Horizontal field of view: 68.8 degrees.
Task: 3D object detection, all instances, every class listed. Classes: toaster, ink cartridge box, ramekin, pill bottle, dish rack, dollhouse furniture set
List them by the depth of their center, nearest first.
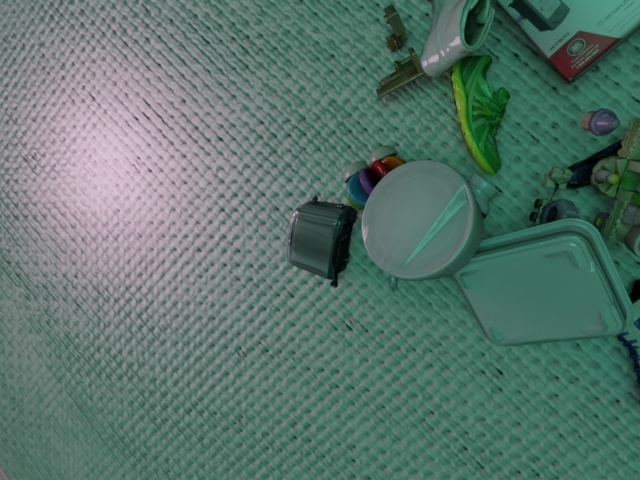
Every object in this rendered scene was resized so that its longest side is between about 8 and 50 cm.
[{"bbox_3d":[0.541,-0.534,1.009,0.306,0.131,0.226,52,125,7],"label":"ink cartridge box"},{"bbox_3d":[0.460,0.116,1.019,0.332,0.072,0.286,-20,106,43],"label":"dish rack"},{"bbox_3d":[0.238,-0.034,1.056,0.272,0.127,0.273,-13,68,35],"label":"ramekin"},{"bbox_3d":[0.342,-0.066,1.135,0.103,0.103,0.184,39,103,12],"label":"pill bottle"},{"bbox_3d":[0.161,-0.467,1.154,0.123,0.144,0.151,-25,121,17],"label":"dollhouse furniture set"},{"bbox_3d":[0.000,0.000,1.227,0.146,0.129,0.227,18,115,20],"label":"toaster"}]

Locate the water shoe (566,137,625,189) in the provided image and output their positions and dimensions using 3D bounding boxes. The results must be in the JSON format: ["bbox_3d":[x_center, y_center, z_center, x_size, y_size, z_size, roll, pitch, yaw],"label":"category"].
[{"bbox_3d":[0.646,-0.171,1.047,0.203,0.080,0.073,-30,84,16],"label":"water shoe"}]

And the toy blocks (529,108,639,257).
[{"bbox_3d":[0.641,-0.101,0.896,0.308,0.260,0.289,10,107,-5],"label":"toy blocks"}]

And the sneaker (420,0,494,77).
[{"bbox_3d":[0.333,-0.532,1.058,0.108,0.169,0.293,16,81,-21],"label":"sneaker"}]

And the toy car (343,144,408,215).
[{"bbox_3d":[0.141,-0.145,1.177,0.181,0.136,0.159,-29,84,16],"label":"toy car"}]

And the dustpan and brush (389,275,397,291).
[{"bbox_3d":[0.189,0.031,1.208,0.147,0.060,0.211,-4,93,-7],"label":"dustpan and brush"}]

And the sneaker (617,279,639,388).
[{"bbox_3d":[0.710,0.224,1.032,0.182,0.127,0.316,10,88,20],"label":"sneaker"}]

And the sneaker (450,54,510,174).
[{"bbox_3d":[0.390,-0.303,1.107,0.123,0.109,0.296,-13,88,21],"label":"sneaker"}]
